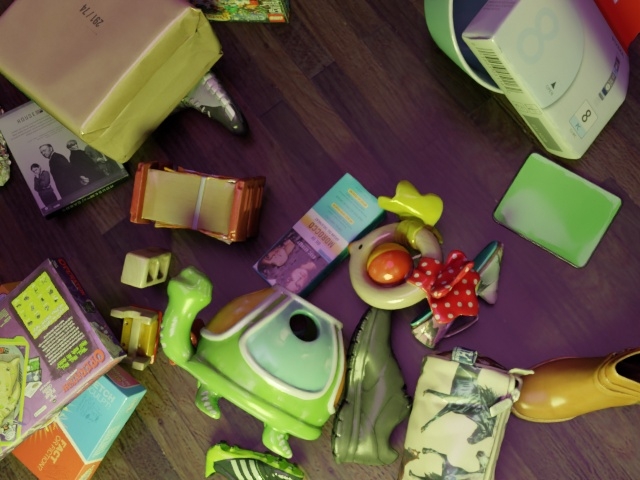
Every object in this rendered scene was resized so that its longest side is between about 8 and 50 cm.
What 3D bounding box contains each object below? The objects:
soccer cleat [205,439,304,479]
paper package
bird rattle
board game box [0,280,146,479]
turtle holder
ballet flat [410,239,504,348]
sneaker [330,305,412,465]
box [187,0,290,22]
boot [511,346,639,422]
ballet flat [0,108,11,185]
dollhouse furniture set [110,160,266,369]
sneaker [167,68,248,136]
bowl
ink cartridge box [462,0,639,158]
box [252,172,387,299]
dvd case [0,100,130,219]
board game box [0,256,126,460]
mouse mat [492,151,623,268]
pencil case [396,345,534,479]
[{"bbox_3d":[-0.115,0.400,1.423,0.178,0.060,0.072,11,89,17],"label":"soccer cleat"},{"bbox_3d":[-0.403,-0.353,1.517,0.324,0.168,0.309,38,84,22],"label":"paper package"},{"bbox_3d":[0.153,0.043,1.400,0.206,0.143,0.254,-24,59,11],"label":"bird rattle"},{"bbox_3d":[-0.493,0.262,1.462,0.316,0.064,0.242,37,104,14],"label":"board game box"},{"bbox_3d":[-0.104,0.184,1.370,0.320,0.243,0.228,30,86,18],"label":"turtle holder"},{"bbox_3d":[0.255,0.101,1.432,0.079,0.077,0.221,44,91,-4],"label":"ballet flat"},{"bbox_3d":[0.100,0.245,1.411,0.130,0.109,0.287,11,85,0],"label":"sneaker"},{"bbox_3d":[-0.185,-0.475,1.573,0.233,0.159,0.044,3,76,9],"label":"box"},{"bbox_3d":[0.440,0.227,1.293,0.283,0.220,0.109,-4,77,7],"label":"boot"},{"bbox_3d":[-0.671,-0.219,1.629,0.091,0.077,0.241,-23,75,2],"label":"ballet flat"},{"bbox_3d":[-0.241,0.050,1.492,0.201,0.152,0.374,12,96,10],"label":"dollhouse furniture set"},{"bbox_3d":[-0.238,-0.257,1.580,0.132,0.086,0.229,-36,65,4],"label":"sneaker"},{"bbox_3d":[0.305,-0.423,1.449,0.312,0.311,0.163,-53,34,-5],"label":"bowl"},{"bbox_3d":[0.454,-0.381,1.399,0.385,0.308,0.091,-51,33,-4],"label":"ink cartridge box"},{"bbox_3d":[0.000,0.000,1.490,0.244,0.060,0.100,-45,75,-4],"label":"box"},{"bbox_3d":[-0.503,-0.180,1.603,0.179,0.029,0.239,-28,74,-11],"label":"dvd case"},{"bbox_3d":[-0.510,0.211,1.408,0.346,0.056,0.208,-38,76,18],"label":"board game box"},{"bbox_3d":[0.422,-0.056,1.471,0.189,0.007,0.153,32,83,15],"label":"mouse mat"},{"bbox_3d":[0.211,0.379,1.313,0.159,0.183,0.411,20,77,-31],"label":"pencil case"}]
